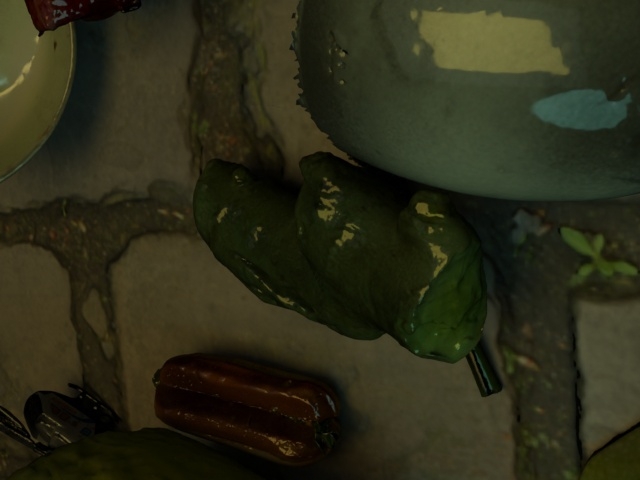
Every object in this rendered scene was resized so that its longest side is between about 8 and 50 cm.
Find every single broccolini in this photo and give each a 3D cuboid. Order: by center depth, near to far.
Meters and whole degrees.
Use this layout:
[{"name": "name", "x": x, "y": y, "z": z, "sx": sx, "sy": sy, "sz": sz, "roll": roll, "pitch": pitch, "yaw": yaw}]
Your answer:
[{"name": "broccolini", "x": 0.073, "y": 0.011, "z": 0.696, "sx": 0.042, "sy": 0.044, "sz": 0.218, "roll": -23, "pitch": 93, "yaw": 22}]

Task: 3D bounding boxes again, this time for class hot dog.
[{"name": "hot dog", "x": -0.058, "y": 0.136, "z": 0.803, "sx": 0.188, "sy": 0.055, "sz": 0.072, "roll": 11, "pitch": 78, "yaw": 28}]

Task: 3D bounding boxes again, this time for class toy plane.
[{"name": "toy plane", "x": -0.220, "y": 0.200, "z": 0.925, "sx": 0.197, "sy": 0.078, "sz": 0.053, "roll": 35, "pitch": 118, "yaw": 10}]

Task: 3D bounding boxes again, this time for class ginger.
[{"name": "ginger", "x": 0.004, "y": 0.001, "z": 0.678, "sx": 0.137, "sy": 0.089, "sz": 0.290, "roll": 50, "pitch": 160, "yaw": -25}]

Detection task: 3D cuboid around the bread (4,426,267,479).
[{"name": "bread", "x": -0.117, "y": 0.331, "z": 0.725, "sx": 0.307, "sy": 0.348, "sz": 0.348, "roll": 24, "pitch": 115, "yaw": 34}]

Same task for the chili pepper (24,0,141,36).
[{"name": "chili pepper", "x": -0.187, "y": -0.278, "z": 0.697, "sx": 0.136, "sy": 0.144, "sz": 0.253, "roll": 11, "pitch": 126, "yaw": 34}]

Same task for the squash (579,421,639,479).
[{"name": "squash", "x": 0.274, "y": 0.175, "z": 0.599, "sx": 0.204, "sy": 0.155, "sz": 0.237, "roll": -2, "pitch": 101, "yaw": -1}]

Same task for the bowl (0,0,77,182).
[{"name": "bowl", "x": -0.353, "y": -0.174, "z": 0.839, "sx": 0.145, "sy": 0.277, "sz": 0.277, "roll": -137, "pitch": 46, "yaw": -68}]

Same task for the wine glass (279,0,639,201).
[{"name": "wine glass", "x": 0.160, "y": -0.096, "z": 0.507, "sx": 0.357, "sy": 0.190, "sz": 0.191, "roll": 18, "pitch": 112, "yaw": 33}]
